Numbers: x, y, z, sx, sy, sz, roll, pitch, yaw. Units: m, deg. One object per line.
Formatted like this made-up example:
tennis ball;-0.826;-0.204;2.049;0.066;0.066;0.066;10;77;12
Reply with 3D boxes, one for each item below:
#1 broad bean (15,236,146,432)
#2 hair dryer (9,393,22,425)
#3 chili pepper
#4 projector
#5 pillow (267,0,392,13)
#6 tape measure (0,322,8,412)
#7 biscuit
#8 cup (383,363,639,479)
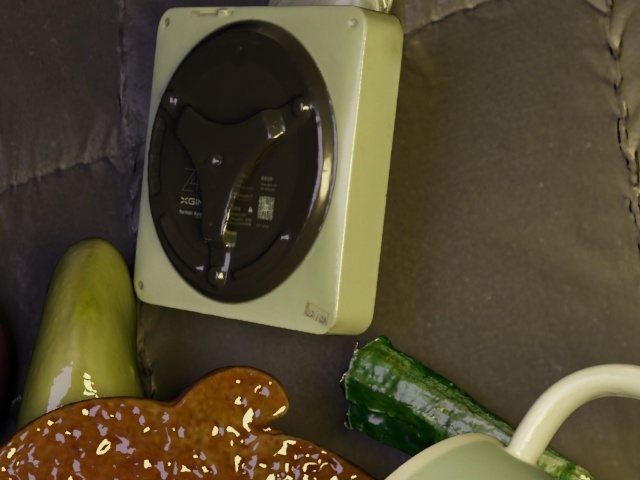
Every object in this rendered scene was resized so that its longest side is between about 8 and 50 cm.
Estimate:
broad bean;-0.208;0.121;1.540;0.121;0.189;0.263;-5;63;-7
hair dryer;-0.273;0.260;1.641;0.195;0.050;0.173;-49;54;22
chili pepper;0.119;0.148;1.357;0.227;0.059;0.088;23;131;35
projector;-0.055;-0.063;1.467;0.257;0.079;0.259;7;92;46
pillow;0.010;-0.206;1.520;0.128;0.051;0.229;23;93;34
tape measure;-0.422;0.136;1.707;0.231;0.149;0.245;27;98;38
biscuit;-0.103;0.250;1.404;0.367;0.063;0.314;14;78;5
cup;0.176;0.263;1.179;0.274;0.259;0.357;33;93;32
